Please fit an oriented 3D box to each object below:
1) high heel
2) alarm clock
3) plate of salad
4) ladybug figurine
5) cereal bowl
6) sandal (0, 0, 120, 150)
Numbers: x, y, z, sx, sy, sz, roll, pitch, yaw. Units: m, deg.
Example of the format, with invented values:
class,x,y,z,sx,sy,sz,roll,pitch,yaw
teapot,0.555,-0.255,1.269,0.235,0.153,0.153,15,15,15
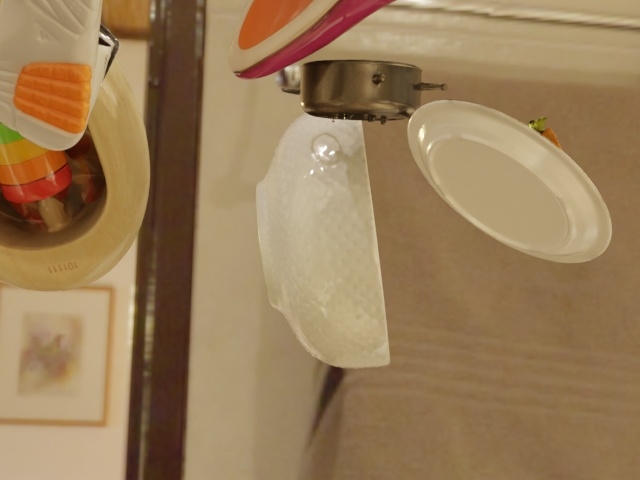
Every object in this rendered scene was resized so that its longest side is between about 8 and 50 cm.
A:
class,x,y,z,sx,sy,sz,roll,pitch,yaw
high heel,0.084,-0.265,1.141,0.377,0.127,0.181,-36,-40,20
alarm clock,0.029,-0.159,1.196,0.129,0.064,0.192,0,7,-45
plate of salad,0.163,-0.054,0.952,0.200,0.048,0.200,32,-21,14
ladybug figurine,-0.375,-0.146,1.396,0.305,0.449,0.162,-10,32,-3
cereal bowl,0.000,0.000,1.388,0.141,0.338,0.339,-8,-12,2
sandal,-0.205,-0.173,0.897,0.102,0.076,0.265,32,-39,-1
